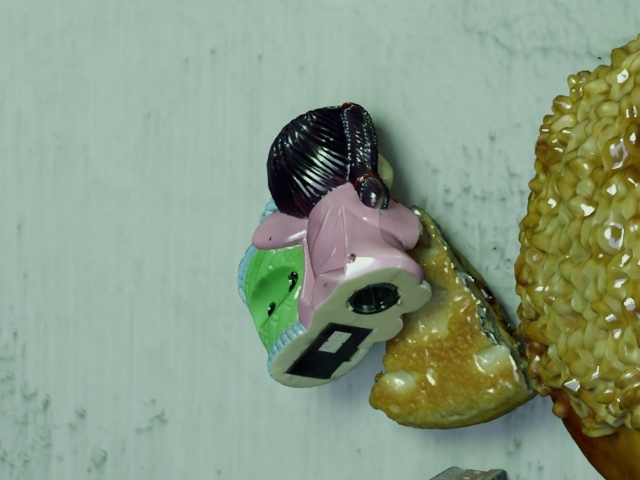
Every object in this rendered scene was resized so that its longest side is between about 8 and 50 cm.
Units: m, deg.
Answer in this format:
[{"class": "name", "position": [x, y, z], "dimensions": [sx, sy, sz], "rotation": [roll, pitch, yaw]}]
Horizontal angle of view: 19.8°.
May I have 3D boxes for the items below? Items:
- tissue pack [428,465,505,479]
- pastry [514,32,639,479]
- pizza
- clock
[{"class": "tissue pack", "position": [0.107, 0.261, 1.533], "dimensions": [0.065, 0.155, 0.115], "rotation": [2, 97, 23]}, {"class": "pastry", "position": [0.285, 0.027, 1.306], "dimensions": [0.409, 0.245, 0.409], "rotation": [178, 90, -68]}, {"class": "pizza", "position": [0.105, 0.063, 1.556], "dimensions": [0.154, 0.069, 0.194], "rotation": [-18, 77, 37]}, {"class": "clock", "position": [0.000, 0.000, 1.553], "dimensions": [0.194, 0.100, 0.195], "rotation": [-47, 45, 39]}]
